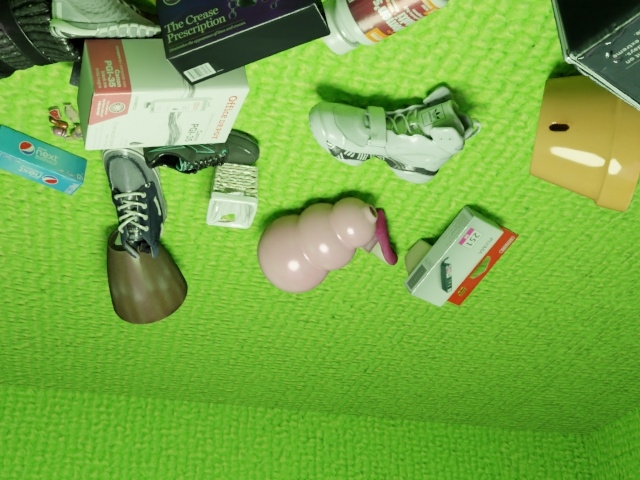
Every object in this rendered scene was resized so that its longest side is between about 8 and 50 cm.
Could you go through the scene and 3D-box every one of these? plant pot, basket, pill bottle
[{"bbox_3d":[0.296,0.060,2.179,0.109,0.096,0.109,26,111,-38],"label":"plant pot"},{"bbox_3d":[-0.212,-0.107,1.886,0.113,0.103,0.167,6,159,-11],"label":"basket"},{"bbox_3d":[-0.493,0.072,2.135,0.215,0.215,0.231,-4,134,6],"label":"plant pot"},{"bbox_3d":[0.545,-0.216,1.603,0.203,0.291,0.291,10,151,14],"label":"plant pot"},{"bbox_3d":[0.105,-0.421,1.383,0.221,0.121,0.121,-22,143,31],"label":"pill bottle"}]

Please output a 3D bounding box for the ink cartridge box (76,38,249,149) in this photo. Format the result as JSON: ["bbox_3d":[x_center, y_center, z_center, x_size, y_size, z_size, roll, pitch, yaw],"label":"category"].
[{"bbox_3d":[-0.295,-0.271,1.456,0.282,0.117,0.207,-7,160,-23],"label":"ink cartridge box"}]

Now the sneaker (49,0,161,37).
[{"bbox_3d":[-0.358,-0.417,1.350,0.086,0.132,0.228,13,-160,39],"label":"sneaker"}]

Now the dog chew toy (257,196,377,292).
[{"bbox_3d":[0.000,0.000,2.010,0.331,0.207,0.206,-28,140,25],"label":"dog chew toy"}]

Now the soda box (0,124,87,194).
[{"bbox_3d":[-0.652,-0.182,1.808,0.210,0.071,0.067,24,142,-34],"label":"soda box"}]

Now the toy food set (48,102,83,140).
[{"bbox_3d":[-0.566,-0.256,1.739,0.077,0.019,0.122,-4,148,6],"label":"toy food set"}]

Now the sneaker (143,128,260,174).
[{"bbox_3d":[-0.269,-0.192,1.770,0.267,0.106,0.101,5,147,-11],"label":"sneaker"}]

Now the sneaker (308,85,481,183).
[{"bbox_3d":[0.164,-0.247,1.662,0.365,0.138,0.210,16,145,-34],"label":"sneaker"}]

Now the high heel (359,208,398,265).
[{"bbox_3d":[0.176,-0.008,2.138,0.117,0.082,0.244,-57,145,4],"label":"high heel"}]

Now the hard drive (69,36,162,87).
[{"bbox_3d":[-0.359,-0.342,1.568,0.254,0.054,0.172,12,146,-20],"label":"hard drive"}]

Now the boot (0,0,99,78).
[{"bbox_3d":[-0.581,-0.409,1.352,0.260,0.131,0.348,-4,161,30],"label":"boot"}]

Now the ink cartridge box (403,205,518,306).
[{"bbox_3d":[0.394,0.064,2.125,0.238,0.060,0.275,24,112,-35],"label":"ink cartridge box"}]

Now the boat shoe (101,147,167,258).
[{"bbox_3d":[-0.442,-0.089,1.881,0.127,0.158,0.341,-4,149,5],"label":"boat shoe"}]

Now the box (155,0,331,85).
[{"bbox_3d":[-0.135,-0.398,1.309,0.261,0.185,0.103,-18,158,11],"label":"box"}]

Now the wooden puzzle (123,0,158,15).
[{"bbox_3d":[-0.322,-0.483,1.347,0.220,0.044,0.238,16,145,-25],"label":"wooden puzzle"}]

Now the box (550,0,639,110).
[{"bbox_3d":[0.556,-0.395,1.087,0.471,0.480,0.297,22,141,-33],"label":"box"}]
